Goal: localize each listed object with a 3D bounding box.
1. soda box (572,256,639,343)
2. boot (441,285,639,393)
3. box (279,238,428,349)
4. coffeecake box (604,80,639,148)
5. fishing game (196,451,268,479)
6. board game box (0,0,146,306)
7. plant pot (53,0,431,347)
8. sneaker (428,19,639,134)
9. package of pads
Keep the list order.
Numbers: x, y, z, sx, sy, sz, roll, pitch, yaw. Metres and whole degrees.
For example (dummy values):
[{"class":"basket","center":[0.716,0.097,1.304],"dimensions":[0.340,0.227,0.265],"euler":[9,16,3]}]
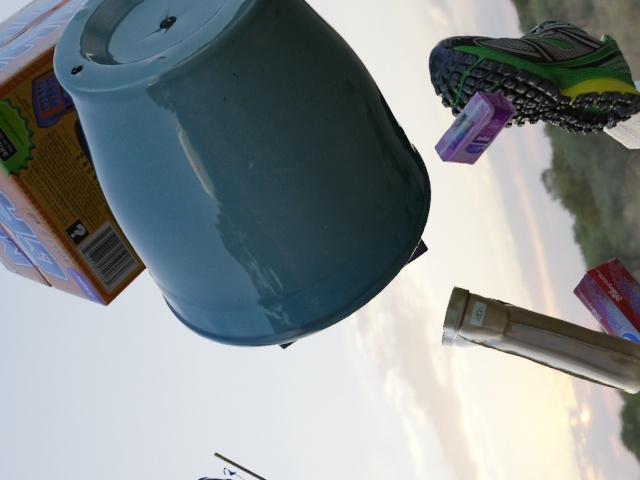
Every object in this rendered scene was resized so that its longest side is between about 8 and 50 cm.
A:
[{"class":"soda box","center":[0.650,0.168,1.763],"dimensions":[0.263,0.092,0.083],"euler":[56,154,27]},{"class":"boot","center":[0.310,0.147,1.211],"dimensions":[0.236,0.269,0.089],"euler":[29,-102,-78]},{"class":"box","center":[0.000,0.000,1.704],"dimensions":[0.179,0.343,0.312],"euler":[53,-173,-19]},{"class":"coffeecake box","center":[0.607,-0.231,1.557],"dimensions":[0.142,0.185,0.068],"euler":[27,-100,-28]},{"class":"fishing game","center":[-0.159,0.479,1.399],"dimensions":[0.189,0.041,0.264],"euler":[29,-144,-17]},{"class":"board game box","center":[-0.404,-0.168,1.383],"dimensions":[0.356,0.356,0.357],"euler":[-47,-54,-27]},{"class":"plant pot","center":[-0.075,-0.095,0.705],"dimensions":[0.255,0.271,0.272],"euler":[59,-157,-43]},{"class":"sneaker","center":[0.300,-0.245,1.224],"dimensions":[0.343,0.134,0.146],"euler":[3,-116,-27]},{"class":"package of pads","center":[0.163,-0.117,0.899],"dimensions":[0.050,0.083,0.032],"euler":[-2,-130,-43]}]
